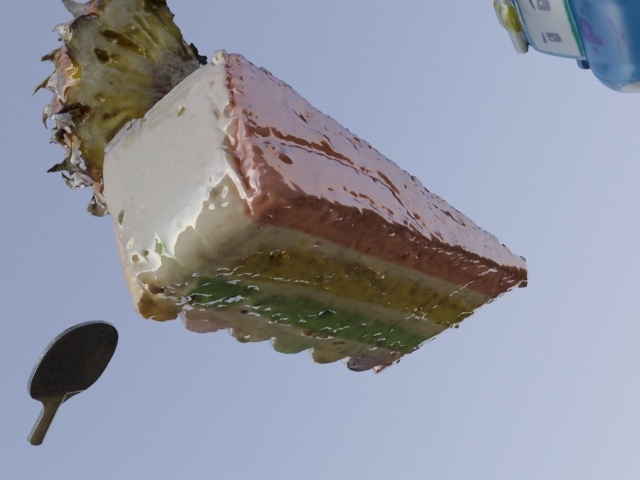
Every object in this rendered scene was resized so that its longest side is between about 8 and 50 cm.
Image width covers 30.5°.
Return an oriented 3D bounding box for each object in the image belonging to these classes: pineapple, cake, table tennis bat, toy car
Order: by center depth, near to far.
[{"bbox_3d":[0.003,0.014,0.579,0.225,0.090,0.109,33,-60,-32],"label":"cake"},{"bbox_3d":[0.252,-0.253,1.147,0.166,0.314,0.198,-26,-56,3],"label":"toy car"},{"bbox_3d":[-0.234,-0.110,1.369,0.209,0.286,0.344,-27,-84,-17],"label":"pineapple"},{"bbox_3d":[-0.384,0.215,1.761,0.138,0.022,0.246,-3,-48,-48],"label":"table tennis bat"}]
